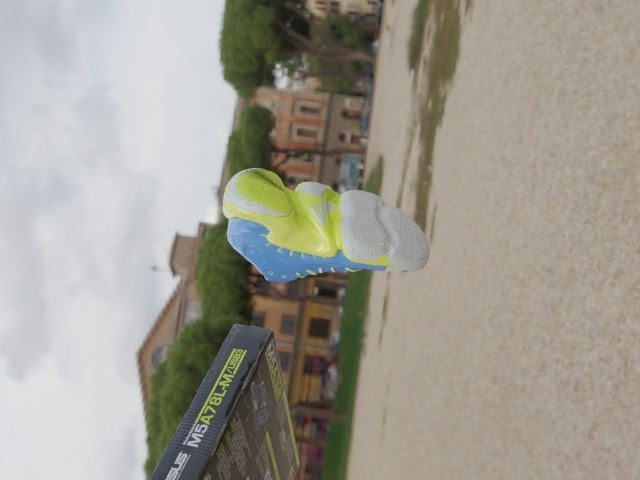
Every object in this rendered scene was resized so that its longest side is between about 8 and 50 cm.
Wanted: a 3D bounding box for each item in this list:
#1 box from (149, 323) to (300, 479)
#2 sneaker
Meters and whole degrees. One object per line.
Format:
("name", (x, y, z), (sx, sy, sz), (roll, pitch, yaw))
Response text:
("box", (-0.075, 0.203, 0.754), (0.184, 0.045, 0.191), (-67, -24, -48))
("sneaker", (0.000, 0.000, 1.004), (0.126, 0.240, 0.091), (112, 179, -48))
